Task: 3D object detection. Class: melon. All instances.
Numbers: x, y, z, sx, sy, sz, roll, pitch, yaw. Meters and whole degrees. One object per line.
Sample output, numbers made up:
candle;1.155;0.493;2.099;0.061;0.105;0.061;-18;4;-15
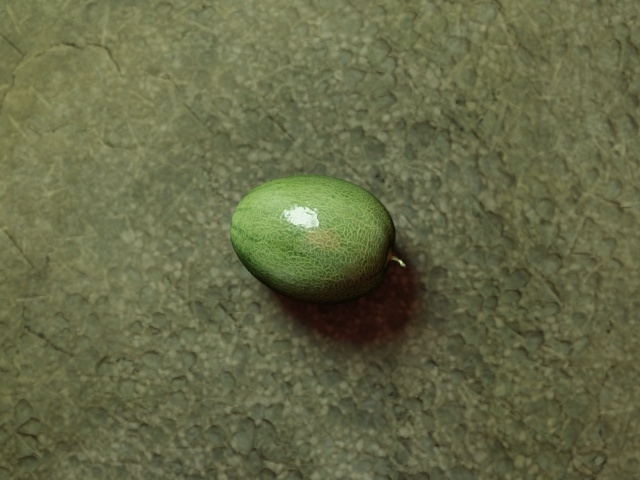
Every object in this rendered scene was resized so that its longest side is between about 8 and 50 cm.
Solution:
melon;0.000;0.000;1.904;0.192;0.139;0.139;14;84;12
